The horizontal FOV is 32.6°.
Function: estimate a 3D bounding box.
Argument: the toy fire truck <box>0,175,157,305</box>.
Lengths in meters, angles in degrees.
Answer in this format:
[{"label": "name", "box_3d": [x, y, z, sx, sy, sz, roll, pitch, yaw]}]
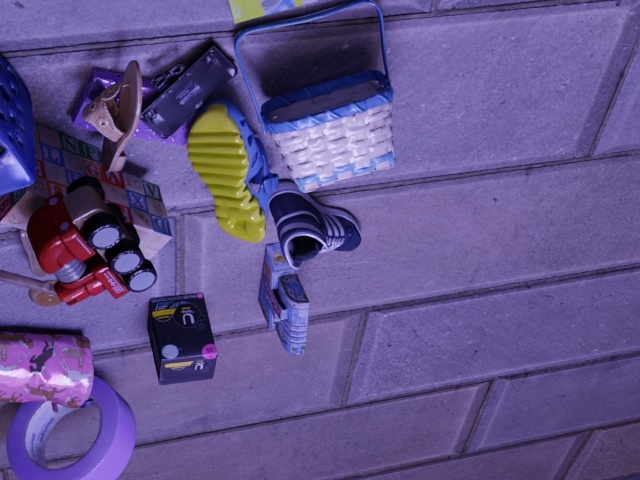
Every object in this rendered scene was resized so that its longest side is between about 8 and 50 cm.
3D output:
[{"label": "toy fire truck", "box_3d": [-0.428, 0.026, 1.791, 0.246, 0.158, 0.217, -31, 145, -2]}]

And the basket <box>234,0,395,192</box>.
[{"label": "basket", "box_3d": [0.002, -0.246, 1.873, 0.254, 0.201, 0.289, -14, 116, -4]}]

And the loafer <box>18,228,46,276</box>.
[{"label": "loafer", "box_3d": [-0.532, 0.016, 2.075, 0.050, 0.056, 0.148, -9, 143, -2]}]

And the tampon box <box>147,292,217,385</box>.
[{"label": "tampon box", "box_3d": [-0.298, 0.211, 2.341, 0.120, 0.161, 0.101, -6, 142, -17]}]

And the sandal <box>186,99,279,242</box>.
[{"label": "sandal", "box_3d": [-0.150, -0.143, 1.989, 0.126, 0.138, 0.317, 16, 146, 19]}]

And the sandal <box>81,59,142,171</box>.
[{"label": "sandal", "box_3d": [-0.354, -0.195, 1.801, 0.079, 0.088, 0.240, -6, 146, -26]}]

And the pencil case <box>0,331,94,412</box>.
[{"label": "pencil case", "box_3d": [-0.667, 0.271, 2.267, 0.386, 0.167, 0.160, 6, 172, -29]}]

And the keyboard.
[{"label": "keyboard", "box_3d": [-0.233, -0.259, 1.842, 0.180, 0.023, 0.108, -43, 138, 5]}]

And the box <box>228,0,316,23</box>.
[{"label": "box", "box_3d": [-0.065, -0.416, 1.733, 0.178, 0.042, 0.109, -16, 144, -2]}]

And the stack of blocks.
[{"label": "stack of blocks", "box_3d": [-0.414, -0.082, 1.903, 0.297, 0.171, 0.087, 20, 129, -42]}]

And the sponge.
[{"label": "sponge", "box_3d": [-0.309, -0.227, 1.880, 0.210, 0.031, 0.117, 8, 135, -30]}]

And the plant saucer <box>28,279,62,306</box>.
[{"label": "plant saucer", "box_3d": [-0.550, 0.112, 2.225, 0.083, 0.015, 0.083, -12, 143, -9]}]

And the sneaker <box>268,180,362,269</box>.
[{"label": "sneaker", "box_3d": [0.000, 0.000, 2.204, 0.099, 0.153, 0.282, -35, 141, 22]}]

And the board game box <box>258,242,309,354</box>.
[{"label": "board game box", "box_3d": [-0.079, 0.111, 2.320, 0.060, 0.194, 0.194, -8, 128, -15]}]

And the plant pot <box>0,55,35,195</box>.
[{"label": "plant pot", "box_3d": [-0.581, -0.194, 1.646, 0.235, 0.236, 0.212, -19, 137, 1]}]

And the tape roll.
[{"label": "tape roll", "box_3d": [-0.551, 0.435, 2.424, 0.274, 0.275, 0.090, -22, 142, 5]}]
